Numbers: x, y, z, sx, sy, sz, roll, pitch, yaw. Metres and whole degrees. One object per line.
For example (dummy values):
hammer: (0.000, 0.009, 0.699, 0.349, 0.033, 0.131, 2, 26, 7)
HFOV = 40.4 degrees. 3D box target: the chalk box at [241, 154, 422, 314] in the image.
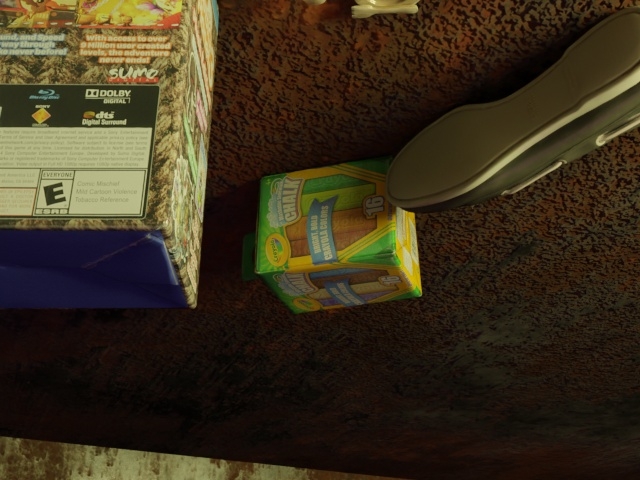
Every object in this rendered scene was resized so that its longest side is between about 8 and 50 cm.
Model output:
chalk box: (0.000, 0.000, 1.034, 0.213, 0.132, 0.132, -9, 152, 15)

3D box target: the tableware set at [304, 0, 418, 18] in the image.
tableware set: (0.029, -0.236, 0.697, 0.141, 0.020, 0.168, 6, 153, -9)

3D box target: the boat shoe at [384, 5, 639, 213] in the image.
boat shoe: (0.210, -0.100, 0.860, 0.095, 0.112, 0.335, 27, 139, -33)

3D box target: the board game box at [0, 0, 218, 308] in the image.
board game box: (-0.206, -0.106, 0.657, 0.232, 0.291, 0.141, 1, 154, 1)
